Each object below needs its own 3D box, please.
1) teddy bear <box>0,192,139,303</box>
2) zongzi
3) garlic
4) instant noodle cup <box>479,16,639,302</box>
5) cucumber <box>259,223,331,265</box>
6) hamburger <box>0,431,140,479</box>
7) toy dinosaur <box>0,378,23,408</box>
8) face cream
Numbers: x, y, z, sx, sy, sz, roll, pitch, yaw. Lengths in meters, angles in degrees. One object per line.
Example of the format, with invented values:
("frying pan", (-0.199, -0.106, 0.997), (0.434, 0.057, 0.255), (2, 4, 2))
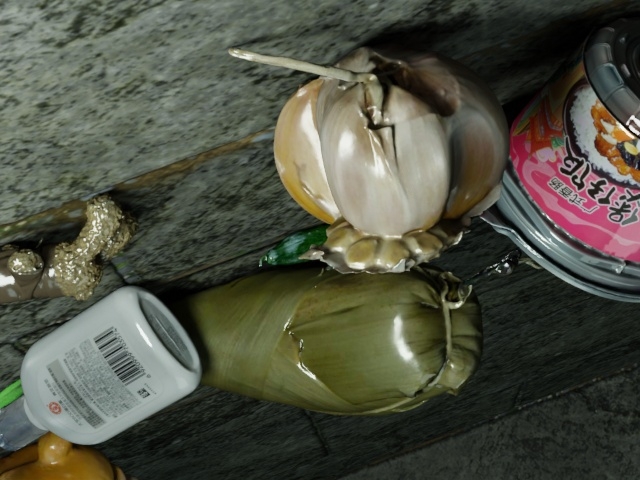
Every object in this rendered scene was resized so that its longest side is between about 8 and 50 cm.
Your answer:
("teddy bear", (-0.242, 0.024, 1.504), (0.160, 0.078, 0.119), (-23, 168, 5))
("zongzi", (-0.011, 0.101, 1.750), (0.418, 0.181, 0.447), (0, 174, -17))
("garlic", (0.028, -0.066, 1.342), (0.207, 0.207, 0.256), (-32, 154, 35))
("instant noodle cup", (0.298, -0.095, 1.542), (0.302, 0.258, 0.181), (-10, 146, -36))
("cucumber", (0.000, 0.000, 1.807), (0.155, 0.037, 0.037), (-14, 163, -20))
("hamburger", (-0.388, 0.403, 2.281), (0.276, 0.276, 0.237), (-25, 126, 15))
("toy dinosaur", (-0.523, 0.364, 2.091), (0.500, 0.144, 0.374), (-37, 171, -5))
("face cream", (-0.267, 0.163, 1.831), (0.291, 0.144, 0.071), (-33, -173, 33))
